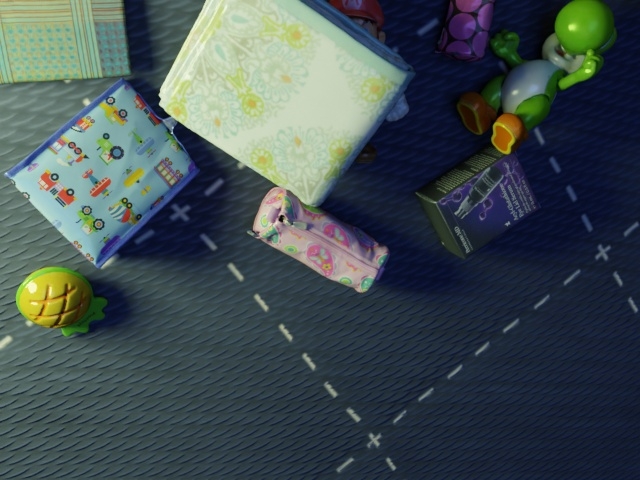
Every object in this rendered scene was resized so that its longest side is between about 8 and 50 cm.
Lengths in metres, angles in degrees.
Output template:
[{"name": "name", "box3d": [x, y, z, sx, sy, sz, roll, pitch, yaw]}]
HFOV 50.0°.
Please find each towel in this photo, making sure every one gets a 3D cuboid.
[{"name": "towel", "box3d": [-0.523, -0.404, 1.162, 0.370, 0.040, 0.271, -7, 106, -15]}, {"name": "towel", "box3d": [-0.071, -0.277, 1.221, 0.374, 0.090, 0.320, 33, 121, -9]}]

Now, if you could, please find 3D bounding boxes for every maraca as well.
[{"name": "maraca", "box3d": [-0.485, 0.117, 1.296, 0.127, 0.099, 0.186, -39, 138, 0]}]

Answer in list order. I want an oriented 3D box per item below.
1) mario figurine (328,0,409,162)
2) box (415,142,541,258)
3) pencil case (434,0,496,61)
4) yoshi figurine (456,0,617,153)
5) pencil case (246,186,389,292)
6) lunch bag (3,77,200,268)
[{"name": "mario figurine", "box3d": [0.051, -0.301, 1.282, 0.198, 0.170, 0.320, -15, 118, -39]}, {"name": "box", "box3d": [0.334, -0.085, 1.463, 0.207, 0.108, 0.153, -35, 112, -5]}, {"name": "pencil case", "box3d": [0.294, -0.463, 1.356, 0.098, 0.095, 0.209, 14, 101, 15]}, {"name": "yoshi figurine", "box3d": [0.453, -0.356, 1.376, 0.362, 0.203, 0.203, -42, 103, -8]}, {"name": "pencil case", "box3d": [0.000, 0.000, 1.386, 0.284, 0.124, 0.124, 30, 96, -22]}, {"name": "lunch bag", "box3d": [-0.374, -0.134, 1.247, 0.293, 0.138, 0.221, -44, 110, -12]}]
